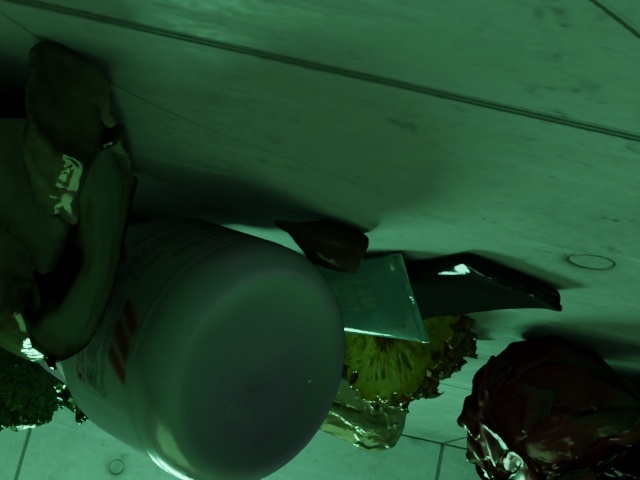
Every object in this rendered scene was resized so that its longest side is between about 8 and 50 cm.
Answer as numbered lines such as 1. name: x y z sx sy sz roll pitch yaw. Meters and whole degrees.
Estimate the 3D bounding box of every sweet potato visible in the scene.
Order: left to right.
1. sweet potato: 0.000 0.000 1.002 0.117 0.049 0.049 22 163 -31

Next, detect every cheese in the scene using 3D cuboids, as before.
1. cheese: 0.020 0.265 1.688 0.266 0.127 0.233 16 -172 -3

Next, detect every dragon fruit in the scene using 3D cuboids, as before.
1. dragon fruit: 0.332 0.236 1.321 0.293 0.233 0.234 -9 157 24

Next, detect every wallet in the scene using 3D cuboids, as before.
1. wallet: 0.140 0.062 1.155 0.146 0.030 0.285 23 161 -27

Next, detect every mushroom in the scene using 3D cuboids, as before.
1. mushroom: -0.261 -0.020 0.813 0.212 0.217 0.292 20 164 -12

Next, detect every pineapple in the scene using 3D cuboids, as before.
1. pineapple: 0.146 0.185 1.406 0.164 0.139 0.250 23 158 -40

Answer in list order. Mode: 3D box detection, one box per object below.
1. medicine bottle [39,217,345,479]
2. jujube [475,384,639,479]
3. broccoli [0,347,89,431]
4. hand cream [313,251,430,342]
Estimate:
1. medicine bottle: -0.161 0.099 1.065 0.325 0.256 0.256 18 173 46
2. jujube: 0.418 0.325 1.531 0.377 0.258 0.258 -6 157 34
3. broccoli: -0.440 0.125 1.326 0.321 0.309 0.413 -10 -154 -36
4. hand cream: 0.001 0.073 1.190 0.070 0.111 0.312 -29 -164 -37
